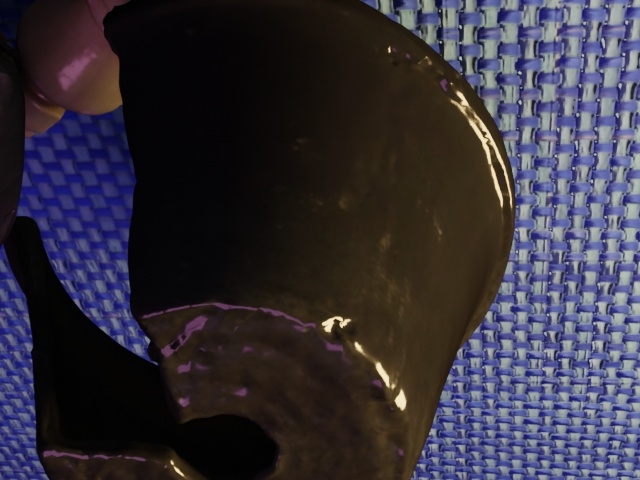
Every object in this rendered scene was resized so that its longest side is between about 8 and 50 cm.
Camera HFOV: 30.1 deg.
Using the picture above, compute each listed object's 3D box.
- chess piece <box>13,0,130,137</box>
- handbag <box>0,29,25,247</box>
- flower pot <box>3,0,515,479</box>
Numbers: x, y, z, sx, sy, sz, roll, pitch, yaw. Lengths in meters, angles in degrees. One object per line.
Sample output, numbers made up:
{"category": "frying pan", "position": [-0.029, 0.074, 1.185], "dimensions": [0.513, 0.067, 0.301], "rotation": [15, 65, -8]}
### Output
{"category": "chess piece", "position": [-0.112, -0.181, 0.846], "dimensions": [0.117, 0.117, 0.397], "rotation": [35, 134, -29]}
{"category": "handbag", "position": [-0.272, -0.110, 0.844], "dimensions": [0.117, 0.270, 0.182], "rotation": [-7, 127, -25]}
{"category": "flower pot", "position": [-0.040, 0.054, 0.777], "dimensions": [0.379, 0.251, 0.379], "rotation": [0, 124, 0]}
